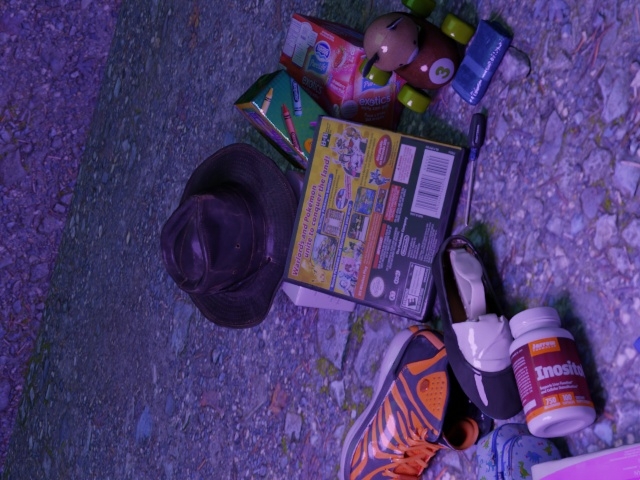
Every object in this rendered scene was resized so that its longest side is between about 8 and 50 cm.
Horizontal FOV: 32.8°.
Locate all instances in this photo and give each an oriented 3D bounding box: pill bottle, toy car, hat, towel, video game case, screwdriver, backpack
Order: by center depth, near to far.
[{"bbox_3d":[0.288,0.165,1.377,0.086,0.086,0.152,-44,47,45],"label":"pill bottle"},{"bbox_3d":[0.256,0.290,1.384,0.084,0.105,0.114,128,149,-46],"label":"backpack"},{"bbox_3d":[0.222,-0.105,1.614,0.024,0.025,0.170,13,93,59],"label":"screwdriver"},{"bbox_3d":[0.238,-0.266,1.621,0.119,0.029,0.067,-64,36,27],"label":"towel"},{"bbox_3d":[0.123,-0.286,1.623,0.149,0.188,0.155,37,109,13],"label":"toy car"},{"bbox_3d":[0.082,-0.037,1.690,0.248,0.035,0.275,16,98,23],"label":"video game case"},{"bbox_3d":[-0.191,-0.007,1.865,0.331,0.134,0.331,1,91,44],"label":"hat"}]

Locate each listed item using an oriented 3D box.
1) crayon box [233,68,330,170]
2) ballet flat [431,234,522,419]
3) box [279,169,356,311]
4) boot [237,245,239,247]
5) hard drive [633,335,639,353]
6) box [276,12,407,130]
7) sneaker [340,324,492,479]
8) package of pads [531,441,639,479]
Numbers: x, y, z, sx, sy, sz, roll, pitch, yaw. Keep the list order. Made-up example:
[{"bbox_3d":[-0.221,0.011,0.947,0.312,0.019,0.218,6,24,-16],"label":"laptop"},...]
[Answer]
[{"bbox_3d":[-0.053,-0.204,1.871,0.081,0.165,0.278,-46,12,-3],"label":"crayon box"},{"bbox_3d":[0.210,0.109,1.495,0.096,0.095,0.280,88,168,-54],"label":"ballet flat"},{"bbox_3d":[0.000,0.000,1.864,0.181,0.119,0.182,46,121,53],"label":"box"},{"bbox_3d":[-0.148,0.019,2.038,0.248,0.090,0.207,-54,-4,29],"label":"boot"},{"bbox_3d":[0.473,0.147,1.036,0.210,0.040,0.318,-40,43,10],"label":"hard drive"},{"bbox_3d":[0.038,-0.292,1.867,0.257,0.123,0.128,41,120,54],"label":"box"},{"bbox_3d":[0.136,0.292,1.563,0.180,0.125,0.321,31,109,58],"label":"sneaker"},{"bbox_3d":[0.367,0.340,1.189,0.296,0.101,0.229,-32,56,53],"label":"package of pads"}]
